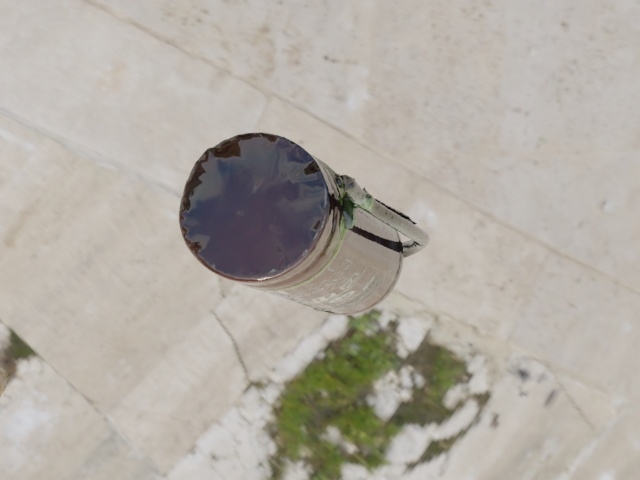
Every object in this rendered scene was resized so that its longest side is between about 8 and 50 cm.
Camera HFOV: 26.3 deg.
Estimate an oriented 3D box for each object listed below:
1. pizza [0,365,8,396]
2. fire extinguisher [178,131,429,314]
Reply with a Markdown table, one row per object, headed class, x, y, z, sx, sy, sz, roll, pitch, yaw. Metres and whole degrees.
| class | x | y | z | sx | sy | sz | roll | pitch | yaw |
| --- | --- | --- | --- | --- | --- | --- | --- | --- | --- |
| pizza | -0.248 | 0.012 | 0.652 | 0.062 | 0.199 | 0.188 | -57 | 153 | -5 |
| fire extinguisher | 0.000 | 0.000 | 0.440 | 0.064 | 0.158 | 0.043 | -13 | 81 | 11 |
